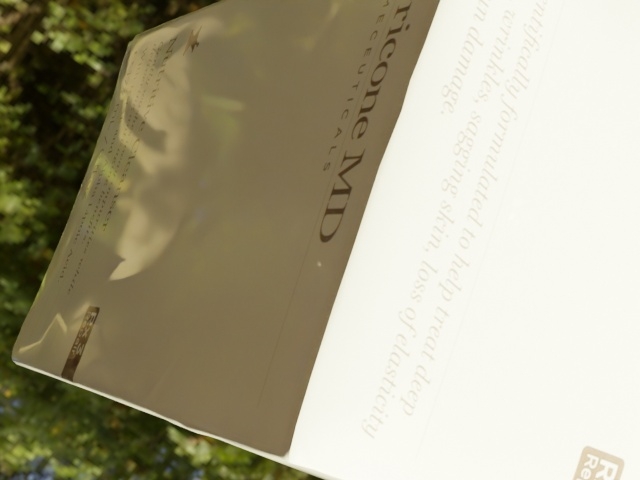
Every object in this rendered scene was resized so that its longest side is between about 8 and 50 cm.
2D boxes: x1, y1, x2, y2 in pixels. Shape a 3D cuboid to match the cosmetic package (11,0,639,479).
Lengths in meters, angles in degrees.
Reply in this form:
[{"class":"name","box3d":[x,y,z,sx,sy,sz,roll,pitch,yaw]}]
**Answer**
[{"class":"cosmetic package","box3d":[0.000,0.000,0.633,0.156,0.217,0.385,23,169,-23]}]
